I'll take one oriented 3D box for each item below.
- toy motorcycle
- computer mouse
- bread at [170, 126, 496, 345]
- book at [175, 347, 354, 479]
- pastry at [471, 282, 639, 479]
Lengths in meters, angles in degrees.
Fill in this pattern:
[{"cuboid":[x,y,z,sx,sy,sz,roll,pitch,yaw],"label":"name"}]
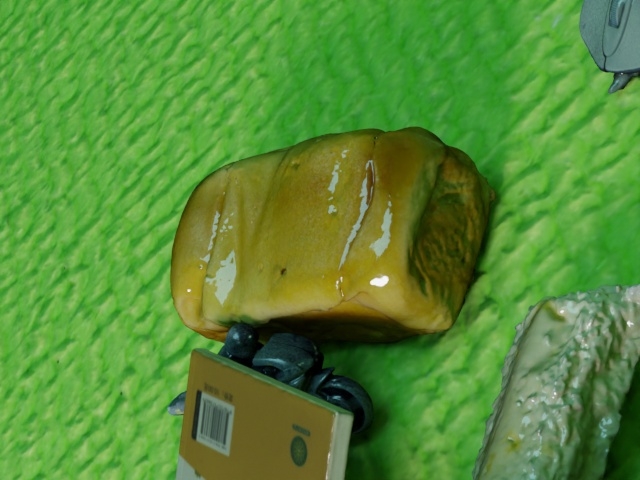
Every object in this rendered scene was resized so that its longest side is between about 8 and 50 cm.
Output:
[{"cuboid":[-0.049,0.124,1.562,0.193,0.124,0.061,-22,18,41],"label":"toy motorcycle"},{"cuboid":[0.264,-0.223,1.469,0.229,0.068,0.113,-60,35,0],"label":"computer mouse"},{"cuboid":[0.000,0.000,1.583,0.294,0.132,0.167,-7,67,46],"label":"bread"},{"cuboid":[-0.060,0.249,1.481,0.208,0.020,0.295,18,103,52],"label":"book"},{"cuboid":[0.157,0.152,1.325,0.121,0.089,0.258,135,158,-70],"label":"pastry"}]
